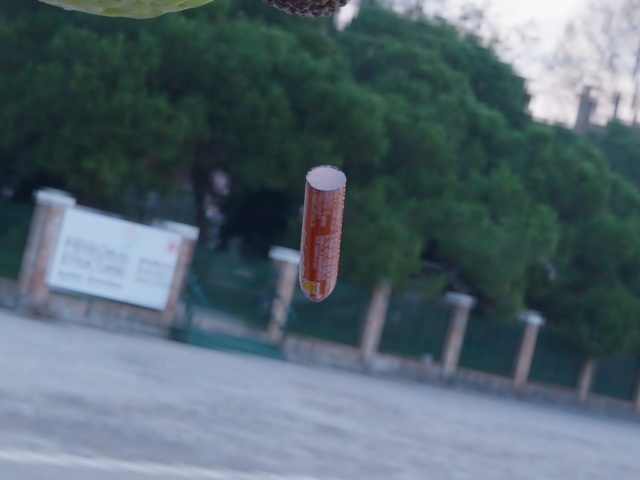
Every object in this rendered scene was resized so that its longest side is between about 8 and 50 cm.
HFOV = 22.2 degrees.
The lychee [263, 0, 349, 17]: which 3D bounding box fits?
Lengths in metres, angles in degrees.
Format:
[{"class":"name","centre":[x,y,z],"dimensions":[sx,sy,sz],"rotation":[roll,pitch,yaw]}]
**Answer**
[{"class":"lychee","centre":[-0.022,-0.321,1.678],"dimensions":[0.188,0.188,0.188],"rotation":[13,-2,0]}]

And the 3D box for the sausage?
[{"class":"sausage","centre":[0.000,0.000,1.340],"dimensions":[0.034,0.129,0.034],"rotation":[3,39,-3]}]

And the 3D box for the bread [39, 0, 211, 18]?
[{"class":"bread","centre":[-0.156,-0.337,1.176],"dimensions":[0.348,0.348,0.308],"rotation":[13,7,3]}]
